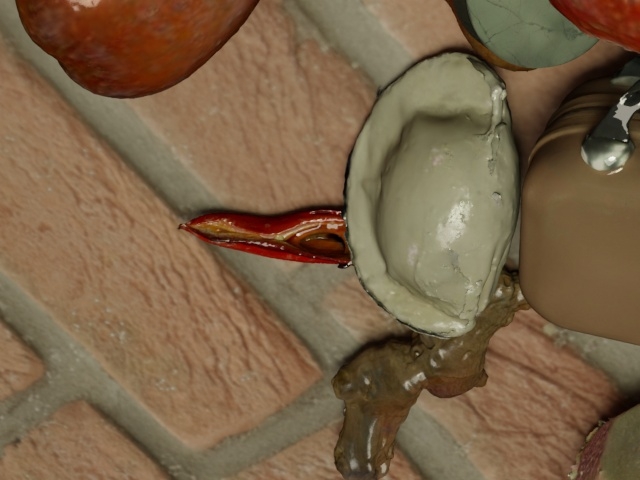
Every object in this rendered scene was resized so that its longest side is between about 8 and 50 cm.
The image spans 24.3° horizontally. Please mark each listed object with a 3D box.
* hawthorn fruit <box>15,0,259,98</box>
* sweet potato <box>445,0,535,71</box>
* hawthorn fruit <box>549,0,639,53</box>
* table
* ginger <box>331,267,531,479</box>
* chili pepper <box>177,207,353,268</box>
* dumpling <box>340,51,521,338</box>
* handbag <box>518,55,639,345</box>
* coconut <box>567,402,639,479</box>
[{"bbox_3d":[-0.148,-0.239,1.135,0.231,0.235,0.263,34,123,-10],"label":"hawthorn fruit"},{"bbox_3d":[0.119,-0.208,1.215,0.202,0.055,0.058,44,149,-20],"label":"sweet potato"},{"bbox_3d":[0.272,-0.255,1.029,0.284,0.284,0.284,5,125,7],"label":"hawthorn fruit"},{"bbox_3d":[0.172,-0.206,1.179,0.133,0.043,0.133,-5,113,-13],"label":"table"},{"bbox_3d":[0.097,0.125,1.450,0.122,0.084,0.290,20,125,-30],"label":"ginger"},{"bbox_3d":[0.000,0.000,1.385,0.268,0.059,0.050,3,167,11],"label":"chili pepper"},{"bbox_3d":[0.094,-0.043,1.296,0.172,0.142,0.247,14,101,28],"label":"dumpling"},{"bbox_3d":[0.309,-0.034,1.190,0.301,0.149,0.283,12,141,25],"label":"handbag"},{"bbox_3d":[0.343,0.272,1.391,0.233,0.245,0.233,7,128,9],"label":"coconut"}]
